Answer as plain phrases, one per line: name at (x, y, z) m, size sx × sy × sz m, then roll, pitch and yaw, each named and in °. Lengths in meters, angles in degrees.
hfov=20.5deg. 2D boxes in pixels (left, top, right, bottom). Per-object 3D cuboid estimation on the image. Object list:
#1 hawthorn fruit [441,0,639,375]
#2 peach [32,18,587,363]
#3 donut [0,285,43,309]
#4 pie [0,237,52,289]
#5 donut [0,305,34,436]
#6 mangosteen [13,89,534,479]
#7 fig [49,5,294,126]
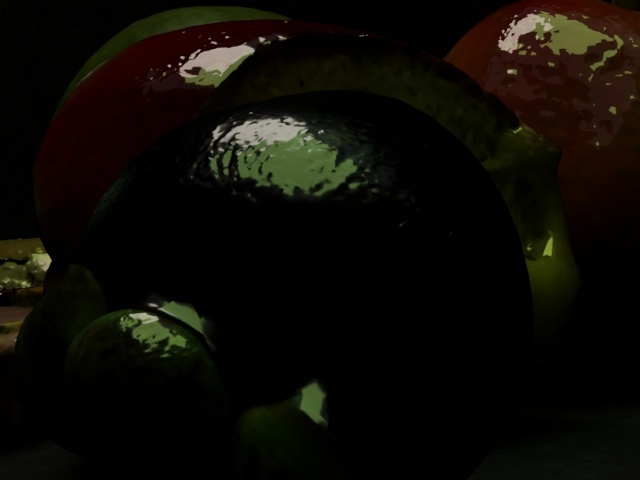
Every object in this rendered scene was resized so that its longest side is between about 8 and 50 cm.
hawthorn fruit at (0.204, -0.065, 1.287) m, size 0.287 × 0.330 × 0.287 m, roll 11°, pitch -9°, yaw 2°
peach at (0.000, 0.000, 1.072) m, size 0.338 × 0.281 × 0.281 m, roll 2°, pitch 4°, yaw -1°
donut at (-0.336, 0.074, 1.750) m, size 0.140 × 0.059 × 0.140 m, roll -4°, pitch 3°, yaw 0°
pie at (-0.316, 0.034, 2.177) m, size 0.339 × 0.083 × 0.339 m, roll -1°, pitch 3°, yaw 0°
donut at (-0.273, 0.093, 1.188) m, size 0.199 × 0.085 × 0.233 m, roll -2°, pitch 4°, yaw 29°
mangosteen at (-0.019, 0.047, 0.801) m, size 0.243 × 0.243 × 0.243 m, roll -4°, pitch 4°, yaw 0°
fig at (-0.066, -0.024, 1.363) m, size 0.316 × 0.316 × 0.316 m, roll -4°, pitch 4°, yaw 0°
